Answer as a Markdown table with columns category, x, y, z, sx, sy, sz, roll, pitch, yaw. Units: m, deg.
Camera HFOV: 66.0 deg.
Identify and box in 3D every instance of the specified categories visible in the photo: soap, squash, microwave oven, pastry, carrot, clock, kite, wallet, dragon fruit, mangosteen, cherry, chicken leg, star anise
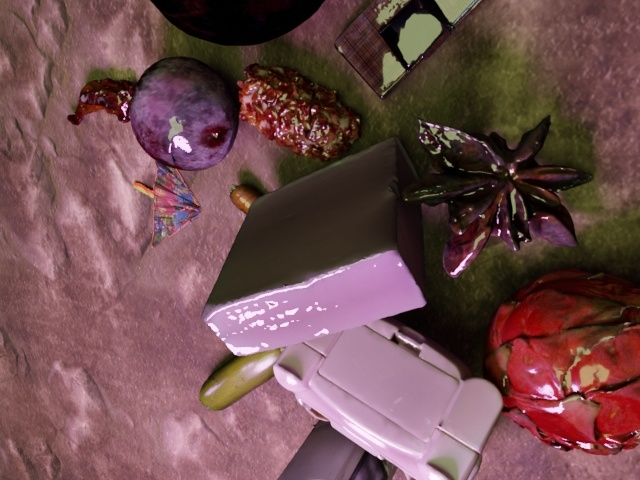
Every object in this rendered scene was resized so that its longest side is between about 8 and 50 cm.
| category | x | y | z | sx | sy | sz | roll | pitch | yaw |
| --- | --- | --- | --- | --- | --- | --- | --- | --- | --- |
| soap | 0.000 | 0.000 | 0.711 | 0.286 | 0.296 | 0.107 | -19 | 121 | 23 |
| squash | -0.148 | 0.268 | 1.016 | 0.331 | 0.087 | 0.087 | -38 | 88 | 29 |
| microwave oven | 0.036 | 0.435 | 0.908 | 0.163 | 0.205 | 0.129 | -21 | 96 | 31 |
| pastry | -0.038 | -0.206 | 0.803 | 0.209 | 0.097 | 0.115 | 35 | 128 | 11 |
| carrot | -0.070 | -0.016 | 0.910 | 0.254 | 0.049 | 0.049 | 42 | 120 | 3 |
| clock | 0.100 | 0.253 | 0.773 | 0.342 | 0.184 | 0.325 | 33 | 159 | 23 |
| kite | -0.325 | -0.076 | 1.030 | 0.183 | 0.014 | 0.241 | 25 | 117 | 18 |
| wallet | 0.132 | -0.327 | 0.709 | 0.230 | 0.042 | 0.124 | -42 | 83 | 28 |
| dragon fruit | 0.356 | 0.153 | 0.654 | 0.299 | 0.244 | 0.244 | -36 | 89 | 37 |
| mangosteen | -0.110 | -0.415 | 0.643 | 0.297 | 0.297 | 0.313 | 40 | 158 | 10 |
| cherry | -0.226 | -0.211 | 0.844 | 0.195 | 0.195 | 0.195 | 8 | 110 | 24 |
| chicken leg | -0.444 | -0.281 | 1.001 | 0.219 | 0.048 | 0.089 | 3 | 105 | 25 |
| star anise | 0.235 | -0.075 | 0.665 | 0.283 | 0.129 | 0.212 | -12 | 78 | -8 |
